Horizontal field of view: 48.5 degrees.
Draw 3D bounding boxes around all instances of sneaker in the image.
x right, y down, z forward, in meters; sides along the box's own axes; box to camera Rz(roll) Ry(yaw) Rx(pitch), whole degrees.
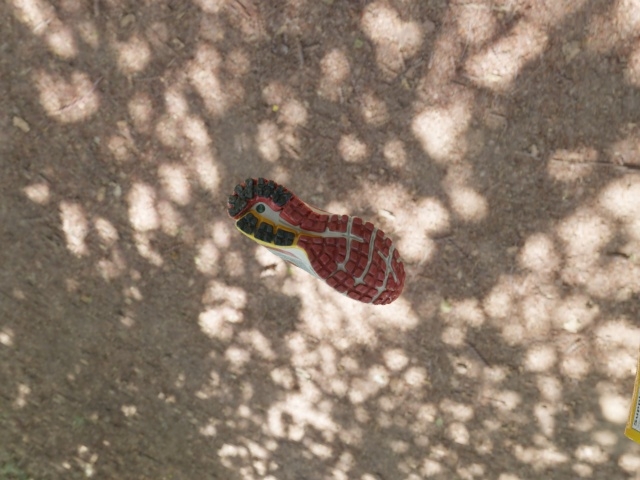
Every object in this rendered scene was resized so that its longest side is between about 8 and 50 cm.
[{"bbox_3d":[0.000,0.000,0.836,0.225,0.088,0.093,32,174,3],"label":"sneaker"}]

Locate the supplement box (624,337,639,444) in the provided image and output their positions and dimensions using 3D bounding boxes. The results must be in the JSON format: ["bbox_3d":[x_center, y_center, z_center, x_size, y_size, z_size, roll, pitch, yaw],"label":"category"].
[{"bbox_3d":[0.476,0.155,0.712,0.195,0.194,0.356,9,178,4],"label":"supplement box"}]
